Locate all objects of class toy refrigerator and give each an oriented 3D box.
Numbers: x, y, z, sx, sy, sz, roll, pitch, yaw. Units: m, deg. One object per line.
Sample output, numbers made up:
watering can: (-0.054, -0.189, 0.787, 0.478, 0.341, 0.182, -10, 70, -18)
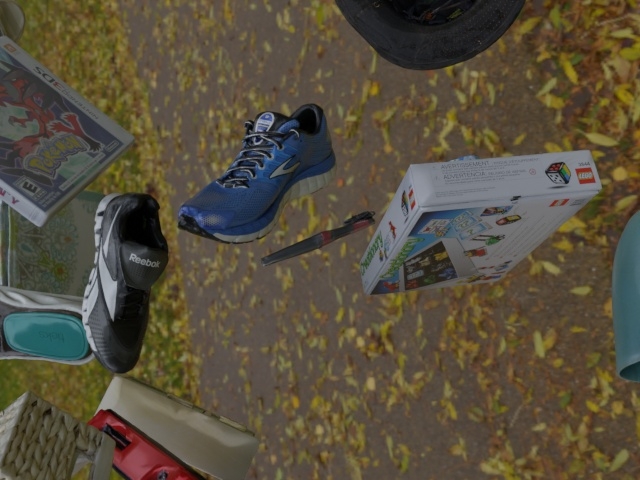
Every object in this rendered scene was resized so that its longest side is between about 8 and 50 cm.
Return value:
toy refrigerator: (-0.240, 0.319, 1.262, 0.102, 0.270, 0.094, 111, -176, -79)

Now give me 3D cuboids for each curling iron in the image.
curling iron: (0.000, 0.000, 1.546, 0.035, 0.274, 0.068, 68, 159, -6)

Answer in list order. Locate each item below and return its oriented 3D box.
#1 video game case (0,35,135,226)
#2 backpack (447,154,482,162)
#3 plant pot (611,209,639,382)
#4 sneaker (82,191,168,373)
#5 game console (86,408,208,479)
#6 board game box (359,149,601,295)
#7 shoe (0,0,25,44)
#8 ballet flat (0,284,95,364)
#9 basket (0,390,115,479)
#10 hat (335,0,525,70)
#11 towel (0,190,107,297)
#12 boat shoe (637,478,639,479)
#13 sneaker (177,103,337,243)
video game case: (-0.307, -0.120, 0.750, 0.023, 0.183, 0.201, -46, 11, 30)
backpack: (0.355, -0.148, 1.747, 0.105, 0.114, 0.084, -17, 59, 25)
plant pot: (0.565, 0.064, 1.064, 0.293, 0.293, 0.235, -37, 50, 56)
sneaker: (-0.236, 0.044, 0.903, 0.106, 0.078, 0.234, -15, 71, 48)
game console: (-0.141, 0.370, 0.967, 0.342, 0.060, 0.386, 51, 156, -26)
board game box: (0.167, -0.009, 0.861, 0.305, 0.193, 0.053, 110, 154, -68)
shoe: (-0.426, -0.231, 0.901, 0.058, 0.219, 0.076, -1, 135, 30)
ballet flat: (-0.521, 0.132, 1.250, 0.400, 0.139, 0.139, 5, 99, 17)
basket: (-0.282, 0.232, 0.650, 0.167, 0.103, 0.113, -39, 25, 15)
hat: (0.183, -0.435, 1.208, 0.331, 0.134, 0.331, 1, 92, 16)
towel: (-0.611, 0.033, 1.679, 0.090, 0.374, 0.320, -7, 83, 27)
boat shoe: (0.412, 0.300, 0.806, 0.135, 0.045, 0.050, 38, 149, 56)
sneaker: (-0.095, -0.112, 1.079, 0.130, 0.330, 0.147, 16, 128, 28)
